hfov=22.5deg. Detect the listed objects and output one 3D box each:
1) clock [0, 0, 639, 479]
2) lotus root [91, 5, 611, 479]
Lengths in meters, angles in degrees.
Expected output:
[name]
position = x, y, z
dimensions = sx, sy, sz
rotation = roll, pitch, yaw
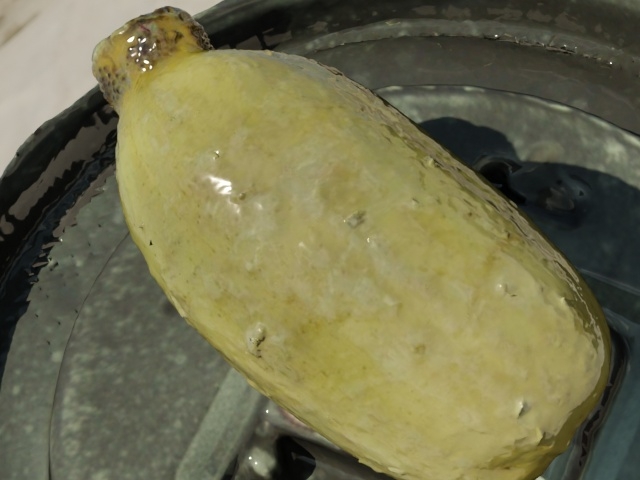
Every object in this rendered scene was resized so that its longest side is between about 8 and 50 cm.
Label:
[clock]
position = 0.040, 0.073, 0.579
dimensions = 0.386, 0.386, 0.076
rotation = -45, -22, -15
[lotus root]
position = 0.000, 0.000, 0.463
dimensions = 0.090, 0.183, 0.077
rotation = -51, -8, 20
